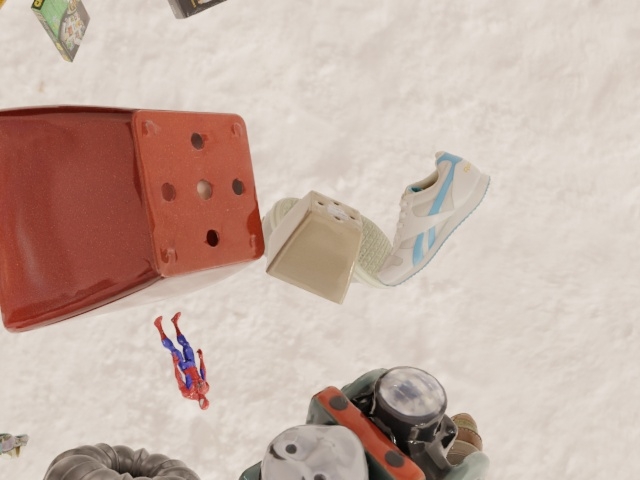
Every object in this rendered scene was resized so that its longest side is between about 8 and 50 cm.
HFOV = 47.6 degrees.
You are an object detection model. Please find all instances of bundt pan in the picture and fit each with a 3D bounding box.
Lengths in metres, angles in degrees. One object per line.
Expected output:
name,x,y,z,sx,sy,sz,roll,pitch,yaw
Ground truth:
bundt pan,-0.356,0.465,1.336,0.330,0.331,0.124,13,86,25

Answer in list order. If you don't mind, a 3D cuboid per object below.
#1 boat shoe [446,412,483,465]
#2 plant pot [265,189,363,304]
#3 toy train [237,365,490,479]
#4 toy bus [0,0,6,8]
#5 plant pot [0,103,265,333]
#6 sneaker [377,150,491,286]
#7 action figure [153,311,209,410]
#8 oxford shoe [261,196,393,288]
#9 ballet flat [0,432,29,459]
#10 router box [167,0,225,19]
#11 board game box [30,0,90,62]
boat shoe,0.210,0.434,1.313,0.110,0.104,0.307,26,127,-3
plant pot,0.000,0.000,0.940,0.109,0.109,0.096,24,113,-12
toy train,0.008,0.245,0.563,0.142,0.190,0.334,40,135,32
toy bus,-0.385,-0.345,0.792,0.333,0.130,0.108,-49,55,10
plant pot,-0.222,-0.044,0.888,0.235,0.267,0.268,-7,92,36
sneaker,0.149,-0.029,1.078,0.092,0.087,0.229,34,112,-4
action figure,-0.147,0.132,0.789,0.030,0.038,0.115,-46,62,40
oxford shoe,0.023,0.015,1.661,0.130,0.449,0.169,-25,60,36
ballet flat,-0.477,0.317,1.113,0.041,0.114,0.041,1,75,-5
router box,-0.190,-0.560,1.202,0.242,0.081,0.309,-28,115,-14
board game box,-0.628,-0.553,1.769,0.030,0.260,0.136,20,77,1
